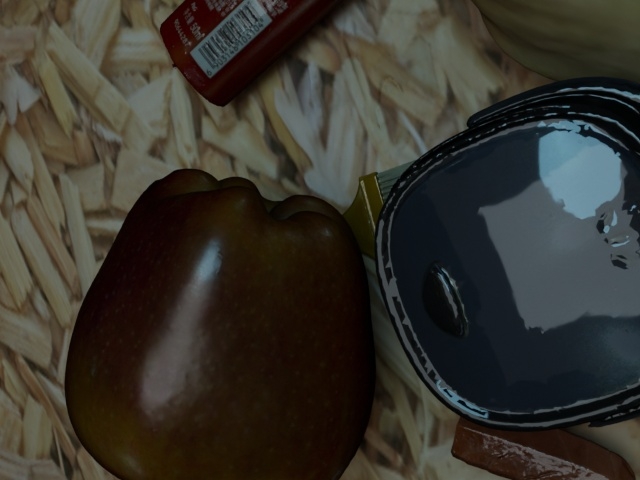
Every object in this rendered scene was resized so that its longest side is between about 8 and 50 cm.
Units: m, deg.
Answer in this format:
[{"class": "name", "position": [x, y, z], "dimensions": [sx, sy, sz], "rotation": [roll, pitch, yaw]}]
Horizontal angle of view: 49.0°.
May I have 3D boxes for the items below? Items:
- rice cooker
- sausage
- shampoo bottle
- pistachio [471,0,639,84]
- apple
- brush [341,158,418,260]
[{"class": "rice cooker", "position": [0.186, 0.013, 0.551], "dimensions": [0.267, 0.224, 0.267], "rotation": [1, 93, 28]}, {"class": "sausage", "position": [0.208, 0.202, 0.639], "dimensions": [0.169, 0.065, 0.065], "rotation": [16, 100, 25]}, {"class": "shampoo bottle", "position": [-0.029, -0.275, 0.718], "dimensions": [0.314, 0.076, 0.118], "rotation": [-37, 77, 23]}, {"class": "pistachio", "position": [0.220, -0.236, 0.519], "dimensions": [0.321, 0.229, 0.238], "rotation": [37, 146, 5]}, {"class": "apple", "position": [-0.086, 0.100, 0.662], "dimensions": [0.288, 0.288, 0.317], "rotation": [14, 98, 25]}, {"class": "brush", "position": [0.000, 0.000, 0.757], "dimensions": [0.272, 0.013, 0.103], "rotation": [-17, 85, 27]}]
